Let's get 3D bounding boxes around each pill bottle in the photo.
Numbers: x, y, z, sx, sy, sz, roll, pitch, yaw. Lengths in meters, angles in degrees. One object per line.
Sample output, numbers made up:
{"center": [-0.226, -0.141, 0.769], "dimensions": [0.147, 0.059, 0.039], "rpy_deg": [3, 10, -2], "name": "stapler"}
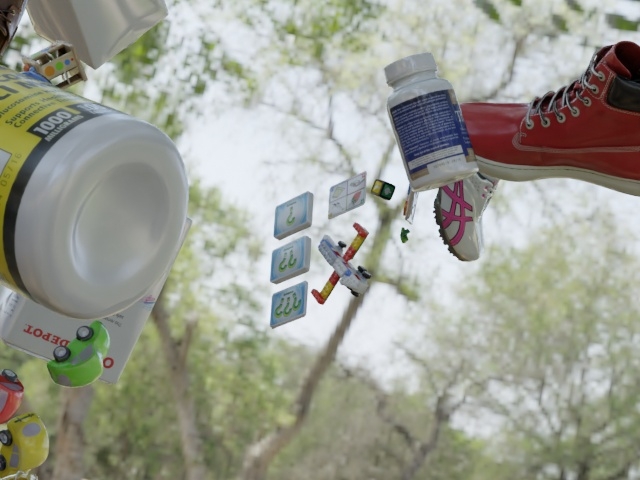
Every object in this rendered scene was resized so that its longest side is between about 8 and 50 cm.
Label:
{"center": [-0.300, -0.065, 1.242], "dimensions": [0.334, 0.188, 0.188], "rpy_deg": [22, -3, 34], "name": "pill bottle"}
{"center": [0.100, -0.111, 1.235], "dimensions": [0.067, 0.120, 0.067], "rpy_deg": [-17, -5, -2], "name": "pill bottle"}

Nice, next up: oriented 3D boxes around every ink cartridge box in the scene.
{"center": [-0.348, 0.047, 1.971], "dimensions": [0.201, 0.278, 0.117], "rpy_deg": [28, -5, -35], "name": "ink cartridge box"}

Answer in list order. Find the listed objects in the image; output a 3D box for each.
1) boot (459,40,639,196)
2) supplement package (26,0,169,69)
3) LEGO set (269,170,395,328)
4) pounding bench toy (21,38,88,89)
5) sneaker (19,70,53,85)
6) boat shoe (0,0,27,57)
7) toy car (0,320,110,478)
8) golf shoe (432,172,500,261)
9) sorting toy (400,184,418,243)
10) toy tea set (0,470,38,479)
{"center": [0.230, -0.135, 1.281], "dimensions": [0.244, 0.088, 0.176], "rpy_deg": [9, -34, 15], "name": "boot"}
{"center": [-0.399, -0.464, 2.175], "dimensions": [0.175, 0.177, 0.293], "rpy_deg": [32, -29, 32], "name": "supplement package"}
{"center": [0.000, 0.000, 1.720], "dimensions": [0.060, 0.182, 0.244], "rpy_deg": [21, -28, -35], "name": "LEGO set"}
{"center": [-0.356, -0.225, 1.730], "dimensions": [0.083, 0.065, 0.052], "rpy_deg": [28, -37, 54], "name": "pounding bench toy"}
{"center": [-0.370, -0.054, 1.466], "dimensions": [0.130, 0.330, 0.147], "rpy_deg": [31, -28, -20], "name": "sneaker"}
{"center": [-0.380, -0.258, 1.547], "dimensions": [0.064, 0.178, 0.060], "rpy_deg": [22, 3, -30], "name": "boat shoe"}
{"center": [-0.348, 0.193, 1.704], "dimensions": [0.053, 0.225, 0.239], "rpy_deg": [34, -28, 25], "name": "toy car"}
{"center": [0.180, -0.056, 1.613], "dimensions": [0.086, 0.186, 0.067], "rpy_deg": [-2, 27, 26], "name": "golf shoe"}
{"center": [0.111, -0.038, 1.656], "dimensions": [0.012, 0.083, 0.062], "rpy_deg": [11, -4, 9], "name": "sorting toy"}
{"center": [-0.403, 0.263, 1.375], "dimensions": [0.336, 0.124, 0.200], "rpy_deg": [-7, 13, 35], "name": "toy tea set"}
